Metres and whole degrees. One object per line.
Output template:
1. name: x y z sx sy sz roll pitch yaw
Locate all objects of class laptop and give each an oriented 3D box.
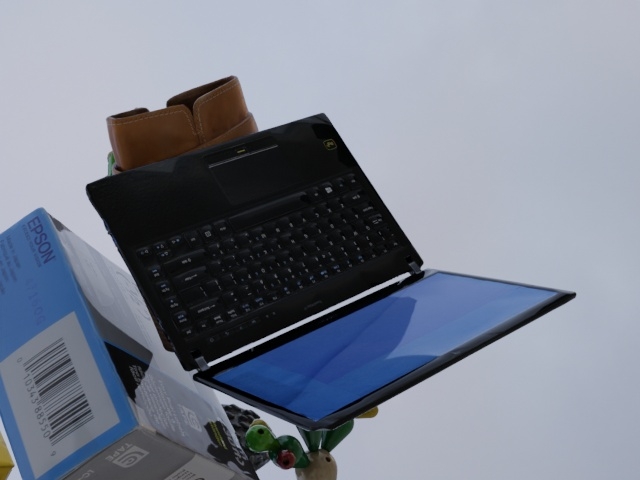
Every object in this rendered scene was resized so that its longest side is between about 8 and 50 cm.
1. laptop: 0.000 0.000 0.667 0.234 0.136 0.264 -21 -109 -33

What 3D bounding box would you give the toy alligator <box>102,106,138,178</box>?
1. toy alligator: -0.229 -0.103 1.134 0.051 0.189 0.056 6 -118 -25

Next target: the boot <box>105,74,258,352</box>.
1. boot: -0.063 -0.046 0.858 0.283 0.109 0.220 -21 -73 -30

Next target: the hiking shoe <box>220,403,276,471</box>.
1. hiking shoe: -0.184 0.302 1.172 0.304 0.113 0.132 -13 -32 -50

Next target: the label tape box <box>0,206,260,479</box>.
1. label tape box: -0.170 0.154 0.882 0.115 0.249 0.347 -37 -34 4

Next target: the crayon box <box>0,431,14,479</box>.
1. crayon box: -0.578 0.180 1.088 0.313 0.363 0.106 11 -65 -42

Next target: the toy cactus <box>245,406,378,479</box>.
1. toy cactus: 0.001 0.226 1.051 0.219 0.112 0.180 -23 -70 -63
